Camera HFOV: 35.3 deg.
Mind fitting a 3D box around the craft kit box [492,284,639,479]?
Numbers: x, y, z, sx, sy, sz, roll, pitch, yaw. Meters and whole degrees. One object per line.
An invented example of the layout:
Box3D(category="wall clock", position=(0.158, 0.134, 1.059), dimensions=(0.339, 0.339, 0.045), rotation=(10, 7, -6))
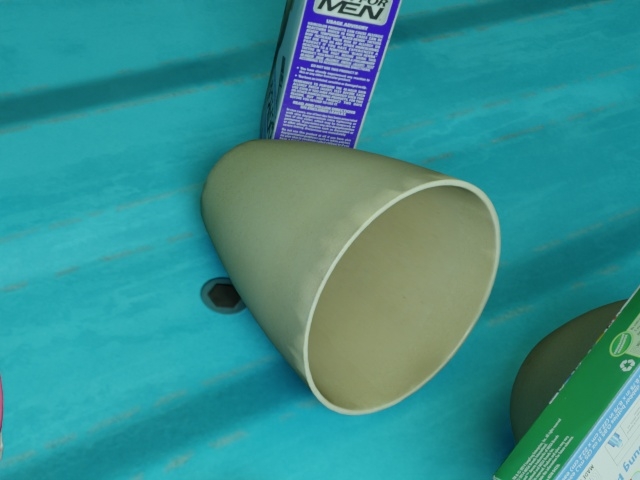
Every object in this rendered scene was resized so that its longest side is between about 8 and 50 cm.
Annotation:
Box3D(category="craft kit box", position=(0.279, 0.172, 0.807), dimensions=(0.250, 0.246, 0.061), rotation=(-47, 29, -17))

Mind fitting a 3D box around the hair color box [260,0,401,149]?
Box3D(category="hair color box", position=(0.003, -0.211, 1.181), dimensions=(0.110, 0.338, 0.185), rotation=(10, 43, -10))

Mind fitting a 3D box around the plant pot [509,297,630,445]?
Box3D(category="plant pot", position=(0.295, 0.172, 0.967), dimensions=(0.284, 0.284, 0.191), rotation=(-15, 19, -31))

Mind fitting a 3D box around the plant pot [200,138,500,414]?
Box3D(category="plant pot", position=(0.000, 0.000, 1.057), dimensions=(0.256, 0.256, 0.274), rotation=(-20, 39, -34))

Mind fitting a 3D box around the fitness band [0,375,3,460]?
Box3D(category="fitness band", position=(-0.393, 0.130, 0.886), dimensions=(0.209, 0.054, 0.291), rotation=(-1, 44, -28))
